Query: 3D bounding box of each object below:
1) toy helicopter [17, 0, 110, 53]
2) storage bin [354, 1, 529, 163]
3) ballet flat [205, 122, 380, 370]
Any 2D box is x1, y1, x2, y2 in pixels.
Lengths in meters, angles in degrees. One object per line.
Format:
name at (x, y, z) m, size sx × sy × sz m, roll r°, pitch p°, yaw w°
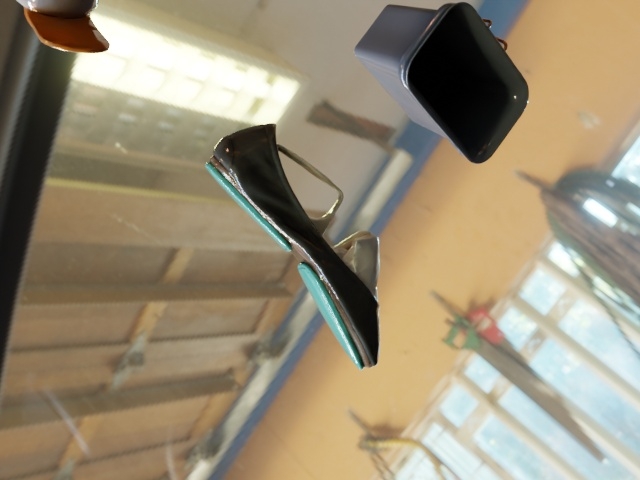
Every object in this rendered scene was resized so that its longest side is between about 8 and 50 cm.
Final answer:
toy helicopter at (-0.170, -0.249, 0.780) m, size 0.355 × 0.140 × 0.235 m, roll -130°, pitch 50°, yaw -84°
storage bin at (0.099, -0.144, 0.877) m, size 0.098 × 0.091 × 0.135 m, roll -54°, pitch -47°, yaw -6°
ballet flat at (0.000, 0.000, 1.062) m, size 0.096 × 0.280 × 0.095 m, roll -37°, pitch 11°, yaw -6°
